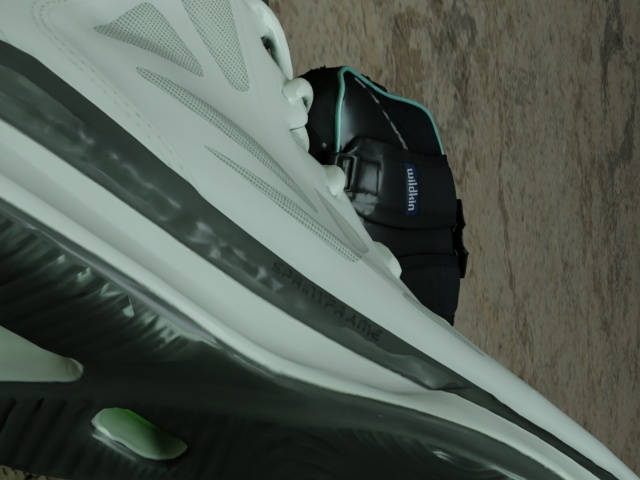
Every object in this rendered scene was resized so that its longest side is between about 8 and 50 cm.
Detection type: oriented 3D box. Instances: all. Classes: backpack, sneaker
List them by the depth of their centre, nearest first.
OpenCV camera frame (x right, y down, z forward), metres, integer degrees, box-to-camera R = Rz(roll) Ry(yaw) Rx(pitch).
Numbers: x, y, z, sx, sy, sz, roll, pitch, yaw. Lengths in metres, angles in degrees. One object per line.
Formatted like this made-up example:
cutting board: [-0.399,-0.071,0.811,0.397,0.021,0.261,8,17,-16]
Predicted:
sneaker: [0.000,-0.001,0.531,0.447,0.169,0.258,36,43,-24]
backpack: [0.001,-0.002,0.725,0.188,0.144,0.166,-3,87,-60]
